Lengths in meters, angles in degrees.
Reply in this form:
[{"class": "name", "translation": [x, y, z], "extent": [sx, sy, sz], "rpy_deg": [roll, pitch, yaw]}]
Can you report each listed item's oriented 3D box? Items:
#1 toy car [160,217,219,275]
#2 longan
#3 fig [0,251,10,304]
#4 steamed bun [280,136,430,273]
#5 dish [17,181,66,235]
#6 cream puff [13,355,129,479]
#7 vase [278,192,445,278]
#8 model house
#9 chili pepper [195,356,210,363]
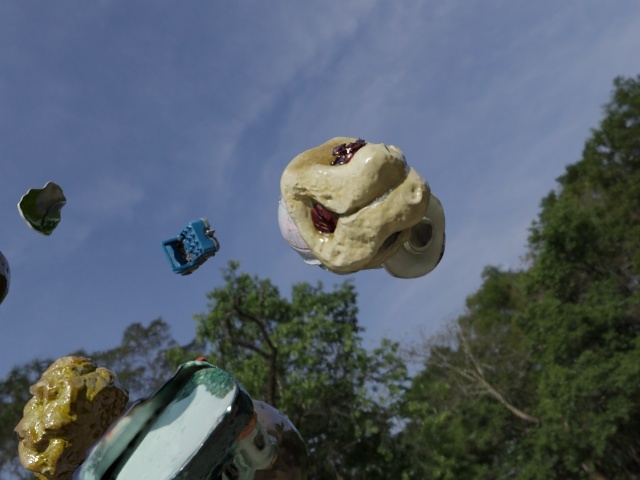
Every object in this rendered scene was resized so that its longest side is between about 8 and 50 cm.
[{"class": "toy car", "translation": [-0.345, 0.023, 1.712], "extent": [0.100, 0.097, 0.191], "rpy_deg": [-18, -13, -46]}, {"class": "longan", "translation": [-0.247, 0.631, 1.814], "extent": [0.435, 0.404, 0.404], "rpy_deg": [-29, -29, -12]}, {"class": "fig", "translation": [-0.555, 0.073, 1.096], "extent": [0.109, 0.154, 0.103], "rpy_deg": [-24, -32, -40]}, {"class": "steamed bun", "translation": [0.055, -0.053, 0.790], "extent": [0.140, 0.172, 0.155], "rpy_deg": [-37, 7, -29]}, {"class": "dish", "translation": [-0.573, -0.066, 1.365], "extent": [0.039, 0.137, 0.091], "rpy_deg": [-20, -60, 22]}, {"class": "cream puff", "translation": [-0.494, 0.356, 1.338], "extent": [0.244, 0.196, 0.244], "rpy_deg": [-38, -27, -23]}, {"class": "vase", "translation": [0.082, -0.037, 1.510], "extent": [0.249, 0.445, 0.250], "rpy_deg": [-5, -80, -31]}, {"class": "model house", "translation": [-0.182, 0.362, 1.032], "extent": [0.253, 0.184, 0.291], "rpy_deg": [-48, -46, -24]}, {"class": "chili pepper", "translation": [-0.357, 0.393, 1.996], "extent": [0.059, 0.050, 0.191], "rpy_deg": [16, -41, -2]}]
